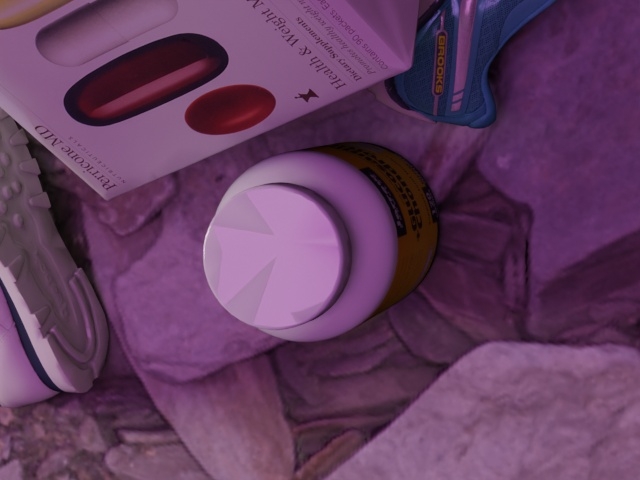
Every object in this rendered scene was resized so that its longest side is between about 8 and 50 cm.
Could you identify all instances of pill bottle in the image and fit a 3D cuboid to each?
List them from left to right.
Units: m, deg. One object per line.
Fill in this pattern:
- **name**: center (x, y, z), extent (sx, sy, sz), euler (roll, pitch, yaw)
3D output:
- **pill bottle**: center (0.000, 0.000, 0.987), extent (0.103, 0.184, 0.103), euler (2, 96, 15)

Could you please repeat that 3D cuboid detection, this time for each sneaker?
- **sneaker**: center (-0.216, -0.004, 1.081), extent (0.095, 0.090, 0.235), euler (-12, 106, 27)
- **sneaker**: center (0.116, -0.189, 0.998), extent (0.110, 0.107, 0.275), euler (28, 107, -9)

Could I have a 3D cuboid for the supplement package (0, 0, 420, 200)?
- **supplement package**: center (-0.083, -0.158, 0.910), extent (0.203, 0.149, 0.194), euler (-22, 132, 32)
